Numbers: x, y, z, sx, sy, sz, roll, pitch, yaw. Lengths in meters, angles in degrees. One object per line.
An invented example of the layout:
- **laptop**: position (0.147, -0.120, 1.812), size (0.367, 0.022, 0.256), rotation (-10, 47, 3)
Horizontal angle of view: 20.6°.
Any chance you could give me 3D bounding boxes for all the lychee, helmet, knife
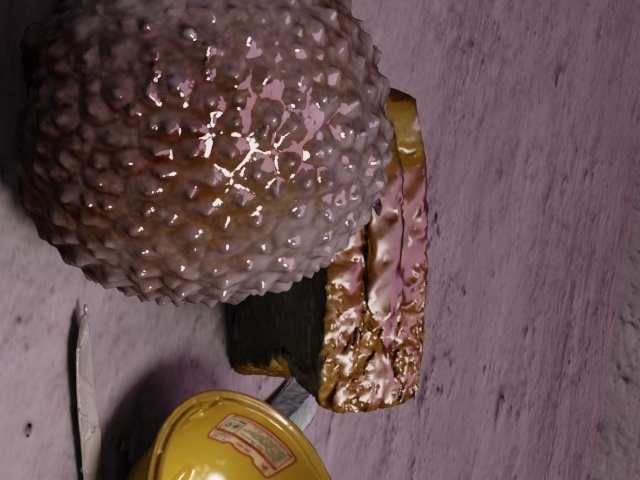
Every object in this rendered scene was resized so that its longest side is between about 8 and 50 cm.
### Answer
- **lychee**: position (-0.085, -0.099, 1.283), size (0.300, 0.300, 0.300), rotation (4, 90, -67)
- **helmet**: position (-0.099, 0.254, 1.463), size (0.205, 0.140, 0.257), rotation (43, 37, -14)
- **knife**: position (-0.182, 0.194, 1.423), size (0.047, 0.017, 0.297), rotation (-44, 133, -65)

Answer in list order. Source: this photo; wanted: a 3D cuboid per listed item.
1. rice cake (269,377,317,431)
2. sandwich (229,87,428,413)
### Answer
- **rice cake**: position (-0.056, 0.193, 1.695), size (0.211, 0.034, 0.043), rotation (-41, 139, -59)
- **sandwich**: position (0.000, 0.000, 1.527), size (0.301, 0.099, 0.271), rotation (-175, -97, -73)
